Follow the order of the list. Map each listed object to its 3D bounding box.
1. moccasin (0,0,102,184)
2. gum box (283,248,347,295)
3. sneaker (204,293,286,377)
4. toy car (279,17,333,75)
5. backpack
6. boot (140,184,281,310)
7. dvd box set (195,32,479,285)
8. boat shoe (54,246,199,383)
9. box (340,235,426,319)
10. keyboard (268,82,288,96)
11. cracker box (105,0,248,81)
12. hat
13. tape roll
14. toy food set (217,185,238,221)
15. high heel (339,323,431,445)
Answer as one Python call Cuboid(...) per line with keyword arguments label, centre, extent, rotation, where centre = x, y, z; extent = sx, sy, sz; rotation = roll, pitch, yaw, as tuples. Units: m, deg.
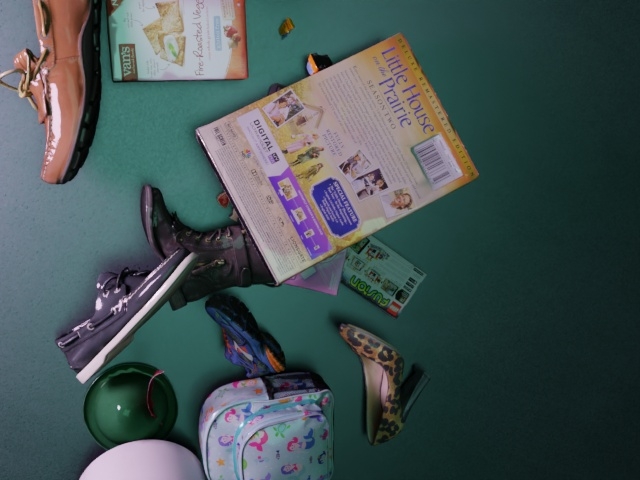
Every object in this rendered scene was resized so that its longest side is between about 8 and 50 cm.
Cuboid(label="moccasin", centre=(-0.432, -0.281, 1.198), extent=(0.147, 0.139, 0.379), rotation=(2, 102, -11))
Cuboid(label="gum box", centre=(0.000, 0.000, 1.388), extent=(0.107, 0.062, 0.188), rotation=(13, 87, 3))
Cuboid(label="sneaker", centre=(-0.150, 0.188, 1.381), extent=(0.087, 0.083, 0.221), rotation=(-31, 122, 8))
Cuboid(label="toy car", centre=(-0.026, -0.351, 1.368), extent=(0.041, 0.060, 0.122), rotation=(-34, 92, 37))
Cuboid(label="backpack", centre=(-0.100, 0.375, 1.397), extent=(0.254, 0.191, 0.225), rotation=(-2, 105, -10))
Cuboid(label="boot", centre=(-0.193, -0.006, 1.351), extent=(0.229, 0.091, 0.262), rotation=(-18, 115, -13))
Cuboid(label="dvd box set", centre=(0.034, -0.150, 1.330), extent=(0.421, 0.062, 0.307), rotation=(-29, 89, -11))
Cuboid(label="boat shoe", centre=(-0.342, 0.107, 1.269), extent=(0.113, 0.127, 0.340), rotation=(46, 120, 0))
Cuboid(label="box", centre=(0.098, 0.056, 1.469), extent=(0.207, 0.036, 0.114), rotation=(35, 89, -19))
Cuboid(label="keyboard", centre=(-0.061, -0.190, 1.370), extent=(0.108, 0.023, 0.180), rotation=(16, 87, -22))
Cuboid(label="cracker box", centre=(-0.245, -0.353, 1.276), extent=(0.233, 0.067, 0.155), rotation=(-5, 101, -15))
Cuboid(label="hat", centre=(-0.335, 0.321, 1.311), extent=(0.173, 0.183, 0.208), rotation=(-18, 105, -12))
Cuboid(label="tape roll", centre=(-0.315, 0.507, 1.333), extent=(0.246, 0.169, 0.246), rotation=(-8, 117, -15))
Cuboid(label="toy food set", centre=(-0.148, -0.104, 1.377), extent=(0.078, 0.019, 0.122), rotation=(39, 93, -19))
Cuboid(label="high heel", centre=(0.093, 0.291, 1.478), extent=(0.261, 0.093, 0.186), rotation=(39, 81, -28))
